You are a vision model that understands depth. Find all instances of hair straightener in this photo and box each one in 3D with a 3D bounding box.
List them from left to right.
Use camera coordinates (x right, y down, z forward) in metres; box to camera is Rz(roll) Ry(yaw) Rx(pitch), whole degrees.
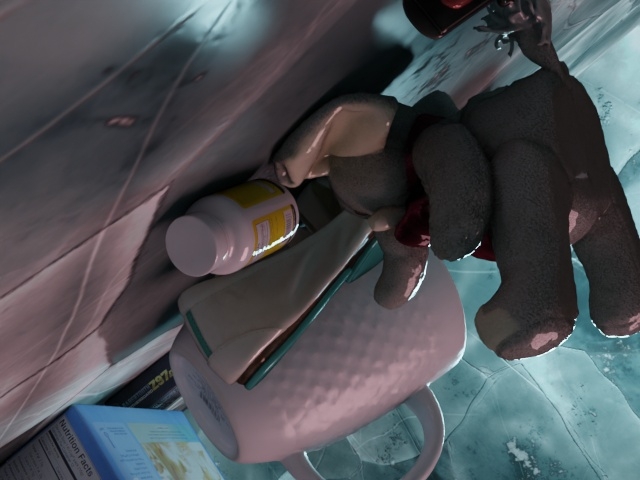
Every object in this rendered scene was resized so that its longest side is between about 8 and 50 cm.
[{"bbox_3d":[0.145,-0.214,0.579,0.230,0.047,0.089,-42,176,-21],"label":"hair straightener"}]

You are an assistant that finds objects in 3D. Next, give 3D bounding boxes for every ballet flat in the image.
[{"bbox_3d":[0.000,0.000,0.875,0.400,0.139,0.139,-40,176,-43],"label":"ballet flat"}]

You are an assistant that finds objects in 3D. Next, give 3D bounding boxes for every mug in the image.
[{"bbox_3d":[0.009,0.173,1.062,0.328,0.374,0.276,-29,165,-26],"label":"mug"}]

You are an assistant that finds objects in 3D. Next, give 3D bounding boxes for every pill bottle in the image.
[{"bbox_3d":[-0.071,-0.010,0.647,0.065,0.065,0.116,-42,173,29],"label":"pill bottle"}]

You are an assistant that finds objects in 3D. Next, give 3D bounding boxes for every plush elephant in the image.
[{"bbox_3d":[0.110,-0.044,0.718,0.255,0.330,0.272,-15,177,39],"label":"plush elephant"}]

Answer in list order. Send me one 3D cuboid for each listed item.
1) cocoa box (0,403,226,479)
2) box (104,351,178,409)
[{"bbox_3d":[-0.310,0.409,1.224,0.228,0.231,0.347,-40,159,4],"label":"cocoa box"},{"bbox_3d":[-0.277,0.255,1.448,0.183,0.059,0.232,-38,174,-8],"label":"box"}]
